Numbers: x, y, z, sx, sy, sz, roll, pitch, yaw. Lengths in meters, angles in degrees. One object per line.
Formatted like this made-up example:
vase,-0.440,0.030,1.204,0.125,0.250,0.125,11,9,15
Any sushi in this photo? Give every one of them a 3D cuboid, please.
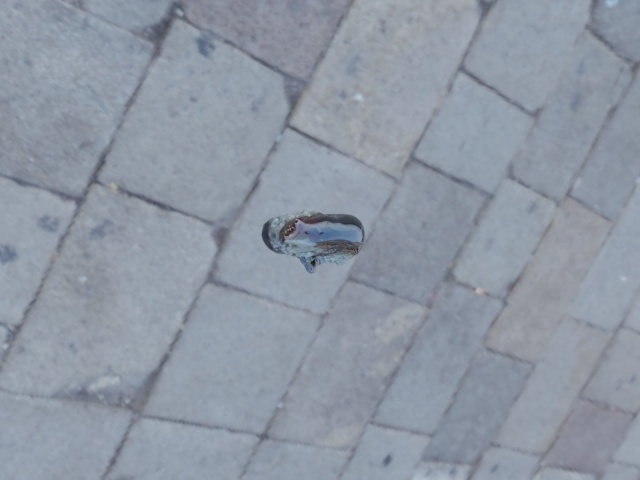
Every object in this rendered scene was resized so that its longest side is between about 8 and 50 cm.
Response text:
sushi,0.000,0.000,0.809,0.083,0.046,0.044,5,78,-44
